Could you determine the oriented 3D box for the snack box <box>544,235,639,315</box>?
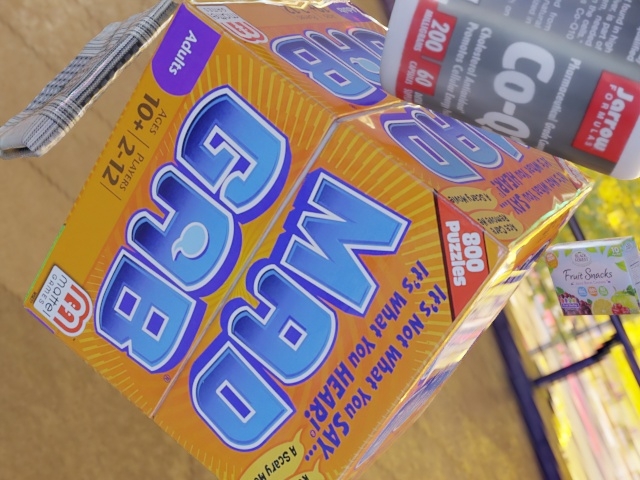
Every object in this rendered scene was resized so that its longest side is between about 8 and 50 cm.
[{"bbox_3d":[0.376,0.050,1.549,0.037,0.141,0.100,-22,98,-33],"label":"snack box"}]

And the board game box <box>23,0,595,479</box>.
[{"bbox_3d":[0.000,0.000,1.161,0.356,0.356,0.356,38,24,13],"label":"board game box"}]

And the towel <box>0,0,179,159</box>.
[{"bbox_3d":[-0.369,-0.243,1.725,0.056,0.312,0.324,45,-16,-19],"label":"towel"}]

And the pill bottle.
[{"bbox_3d":[0.204,-0.143,0.890,0.283,0.161,0.161,22,12,10],"label":"pill bottle"}]
